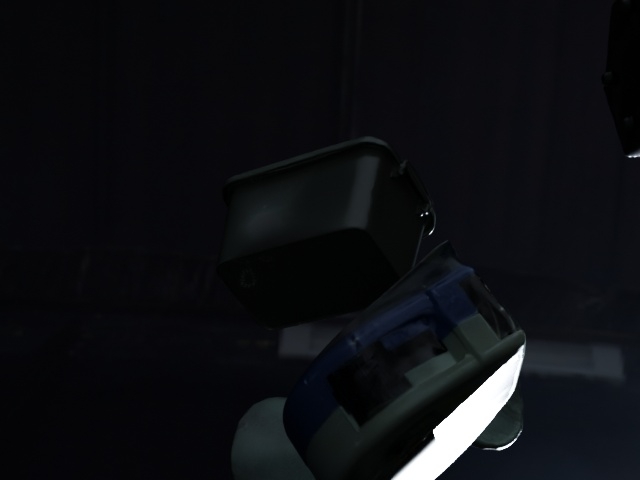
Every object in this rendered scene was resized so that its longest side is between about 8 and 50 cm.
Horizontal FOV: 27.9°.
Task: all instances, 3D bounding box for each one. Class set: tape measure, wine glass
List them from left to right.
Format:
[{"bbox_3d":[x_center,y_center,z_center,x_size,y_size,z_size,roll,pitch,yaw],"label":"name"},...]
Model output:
[{"bbox_3d":[0.089,0.285,1.901,0.406,0.267,0.267,-33,167,39],"label":"wine glass"},{"bbox_3d":[0.092,0.166,1.373,0.262,0.259,0.138,-38,-114,-15],"label":"tape measure"}]

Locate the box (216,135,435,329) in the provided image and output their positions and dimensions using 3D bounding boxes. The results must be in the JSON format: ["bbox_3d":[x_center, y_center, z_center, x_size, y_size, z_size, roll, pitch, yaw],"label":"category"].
[{"bbox_3d":[0.000,0.000,1.471,0.243,0.163,0.135,-15,-140,25],"label":"box"}]

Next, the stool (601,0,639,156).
[{"bbox_3d":[0.435,-0.210,1.557,0.141,0.232,0.232,-2,-166,-6],"label":"stool"}]
